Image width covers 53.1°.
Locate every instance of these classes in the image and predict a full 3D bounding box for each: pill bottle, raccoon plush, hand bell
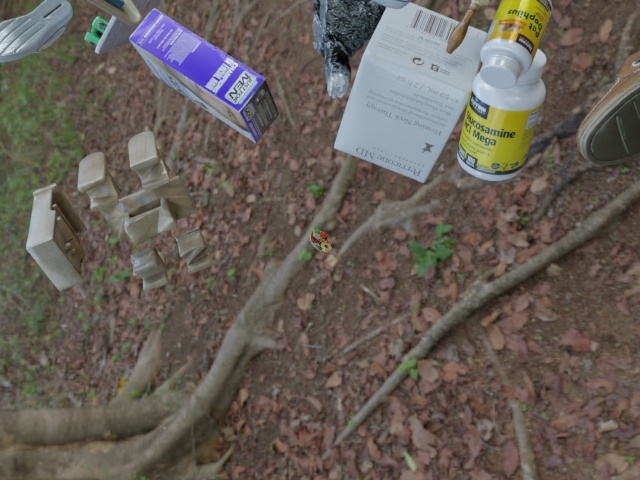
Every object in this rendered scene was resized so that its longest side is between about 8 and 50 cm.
[{"bbox_3d":[0.434,-0.453,1.441,0.117,0.117,0.215,1,62,55],"label":"pill bottle"},{"bbox_3d":[0.480,-0.338,1.689,0.334,0.188,0.188,92,160,-44],"label":"pill bottle"},{"bbox_3d":[0.142,-0.635,2.039,0.216,0.299,0.446,139,128,-72],"label":"raccoon plush"},{"bbox_3d":[0.415,-0.627,1.763,0.126,0.126,0.242,38,103,53],"label":"hand bell"}]

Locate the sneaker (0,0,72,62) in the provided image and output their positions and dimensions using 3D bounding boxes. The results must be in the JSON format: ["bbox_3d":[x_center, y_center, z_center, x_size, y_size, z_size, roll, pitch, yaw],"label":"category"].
[{"bbox_3d":[-0.686,-0.481,1.523,0.258,0.094,0.091,-54,3,-39],"label":"sneaker"}]

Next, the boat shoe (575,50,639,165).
[{"bbox_3d":[0.504,-0.230,0.971,0.307,0.111,0.104,-37,31,1],"label":"boat shoe"}]

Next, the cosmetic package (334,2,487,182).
[{"bbox_3d":[0.277,-0.466,2.005,0.394,0.329,0.327,110,-178,-53],"label":"cosmetic package"}]

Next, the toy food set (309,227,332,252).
[{"bbox_3d":[0.000,0.000,2.013,0.020,0.082,0.083,-41,36,37],"label":"toy food set"}]

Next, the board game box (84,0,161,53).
[{"bbox_3d":[-0.445,-0.680,1.649,0.390,0.050,0.390,-53,13,19],"label":"board game box"}]

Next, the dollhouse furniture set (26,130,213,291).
[{"bbox_3d":[-0.535,-0.070,1.685,0.256,0.394,0.362,-115,3,-50],"label":"dollhouse furniture set"}]

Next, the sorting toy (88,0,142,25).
[{"bbox_3d":[-0.425,-0.473,1.117,0.038,0.208,0.193,-48,57,21],"label":"sorting toy"}]

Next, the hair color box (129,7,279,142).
[{"bbox_3d":[-0.273,-0.391,1.536,0.339,0.185,0.110,33,82,13],"label":"hair color box"}]

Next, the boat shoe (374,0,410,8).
[{"bbox_3d":[0.066,-0.575,1.310,0.094,0.302,0.109,138,143,-63],"label":"boat shoe"}]
